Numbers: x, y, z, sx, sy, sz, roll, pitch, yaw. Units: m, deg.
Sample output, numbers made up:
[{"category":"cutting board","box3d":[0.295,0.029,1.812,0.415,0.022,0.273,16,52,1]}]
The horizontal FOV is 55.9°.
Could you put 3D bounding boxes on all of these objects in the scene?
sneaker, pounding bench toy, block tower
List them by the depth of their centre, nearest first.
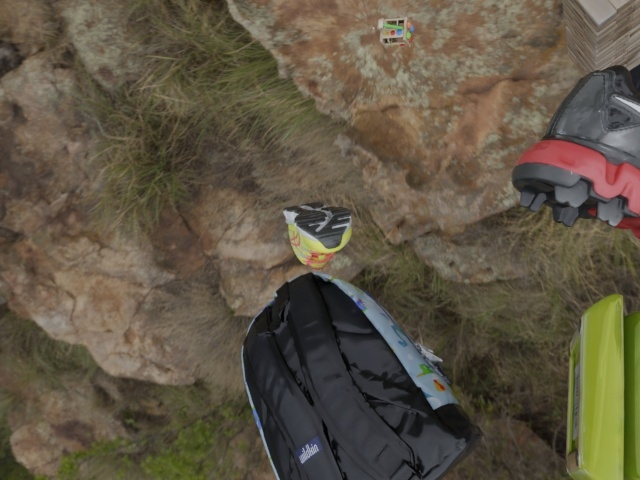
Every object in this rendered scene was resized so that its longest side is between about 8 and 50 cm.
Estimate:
[{"category":"sneaker","box3d":[0.291,-0.044,0.468,0.276,0.097,0.135,23,87,-9]},{"category":"sneaker","box3d":[0.000,0.000,0.877,0.081,0.208,0.094,-9,101,-9]},{"category":"block tower","box3d":[0.449,-0.340,0.951,0.091,0.335,0.097,-36,71,18]},{"category":"pounding bench toy","box3d":[0.164,-0.457,1.313,0.065,0.083,0.052,4,90,22]}]

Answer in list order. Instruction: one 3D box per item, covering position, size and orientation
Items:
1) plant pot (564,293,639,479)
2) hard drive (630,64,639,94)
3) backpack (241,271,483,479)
[{"category":"plant pot","box3d":[0.377,0.181,0.642,0.207,0.227,0.228,3,70,18]},{"category":"hard drive","box3d":[0.713,-0.310,1.206,0.237,0.064,0.339,10,106,-25]},{"category":"backpack","box3d":[0.032,0.215,0.869,0.290,0.273,0.355,-49,63,15]}]
